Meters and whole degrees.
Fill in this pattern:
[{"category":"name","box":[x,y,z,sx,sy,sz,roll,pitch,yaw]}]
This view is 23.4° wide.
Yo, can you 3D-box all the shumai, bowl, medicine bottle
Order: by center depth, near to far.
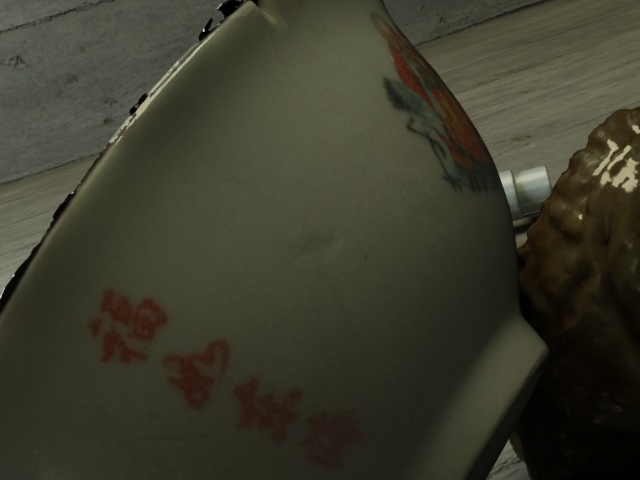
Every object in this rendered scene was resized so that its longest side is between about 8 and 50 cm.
[{"category":"bowl","box":[-0.005,0.068,0.654,0.157,0.345,0.345,31,28,13]},{"category":"shumai","box":[0.186,0.054,0.732,0.185,0.218,0.184,33,42,20]},{"category":"medicine bottle","box":[0.092,-0.018,1.334,0.221,0.061,0.092,-13,-7,9]}]
